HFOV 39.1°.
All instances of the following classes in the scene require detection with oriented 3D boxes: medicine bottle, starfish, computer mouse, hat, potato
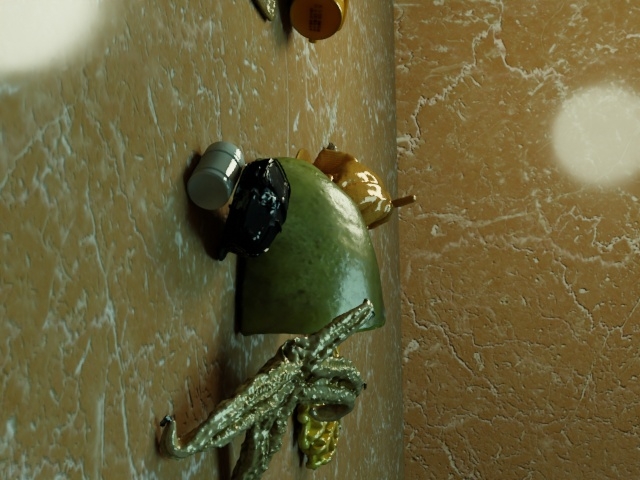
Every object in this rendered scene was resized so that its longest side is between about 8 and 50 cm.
[{"bbox_3d":[0.004,-0.496,1.778,0.222,0.112,0.149,-79,180,-47],"label":"medicine bottle"},{"bbox_3d":[-0.138,-0.087,1.199,0.091,0.058,0.058,-74,159,-56],"label":"medicine bottle"},{"bbox_3d":[-0.067,0.254,1.265,0.432,0.082,0.323,-38,148,-45],"label":"starfish"},{"bbox_3d":[-0.086,-0.039,1.248,0.241,0.078,0.146,114,-7,-75],"label":"computer mouse"},{"bbox_3d":[0.077,-0.077,1.825,0.244,0.233,0.233,-38,124,-77],"label":"hat"},{"bbox_3d":[0.000,0.000,1.490,0.330,0.213,0.279,-14,102,-80],"label":"potato"}]

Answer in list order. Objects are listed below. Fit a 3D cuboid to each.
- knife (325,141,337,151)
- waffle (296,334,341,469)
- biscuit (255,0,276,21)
[{"bbox_3d":[0.027,-0.046,2.068,0.089,0.043,0.365,163,-75,-68],"label":"knife"},{"bbox_3d":[0.005,0.311,1.827,0.283,0.065,0.309,62,30,-64],"label":"waffle"},{"bbox_3d":[-0.099,-0.428,1.553,0.147,0.018,0.071,38,52,-74],"label":"biscuit"}]
